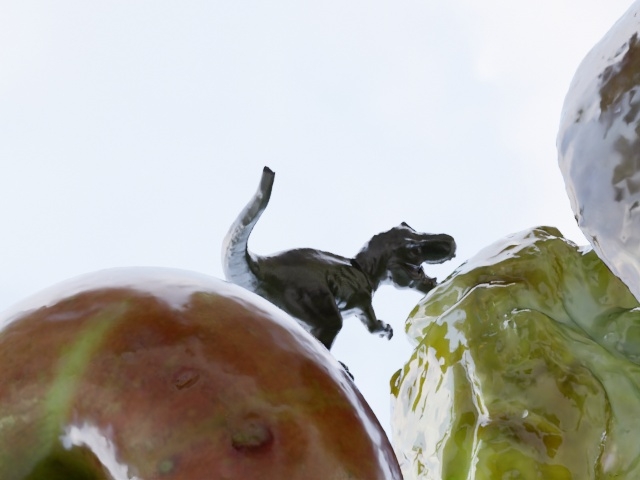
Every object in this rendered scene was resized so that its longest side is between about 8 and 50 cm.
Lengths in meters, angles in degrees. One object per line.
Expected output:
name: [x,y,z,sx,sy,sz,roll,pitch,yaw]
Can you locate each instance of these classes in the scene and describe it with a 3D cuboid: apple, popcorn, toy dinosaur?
apple: [-0.059,0.108,0.558,0.196,0.196,0.196,8,-112,-20]
popcorn: [0.132,0.102,0.917,0.184,0.204,0.221,17,-126,-4]
toy dinosaur: [0.000,0.000,0.987,0.187,0.087,0.179,-27,-55,-40]

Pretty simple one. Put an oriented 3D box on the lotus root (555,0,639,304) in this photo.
lotus root: [0.260,-0.065,0.665,0.210,0.314,0.142,55,-151,-6]
